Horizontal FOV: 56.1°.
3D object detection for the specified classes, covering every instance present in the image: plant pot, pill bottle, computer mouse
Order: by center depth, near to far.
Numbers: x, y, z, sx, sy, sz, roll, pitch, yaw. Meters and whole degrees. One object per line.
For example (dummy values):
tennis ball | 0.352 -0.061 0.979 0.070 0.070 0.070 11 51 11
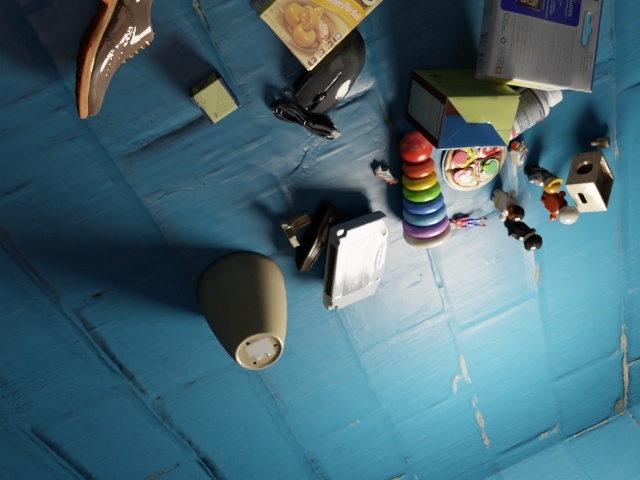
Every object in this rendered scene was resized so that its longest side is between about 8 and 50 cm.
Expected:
computer mouse | 0.023 -0.375 1.443 0.188 0.072 0.272 20 114 -28
pill bottle | 0.549 -0.358 1.614 0.180 0.108 0.108 -34 127 5
plant pot | -0.194 0.210 1.636 0.256 0.274 0.256 -9 124 -13

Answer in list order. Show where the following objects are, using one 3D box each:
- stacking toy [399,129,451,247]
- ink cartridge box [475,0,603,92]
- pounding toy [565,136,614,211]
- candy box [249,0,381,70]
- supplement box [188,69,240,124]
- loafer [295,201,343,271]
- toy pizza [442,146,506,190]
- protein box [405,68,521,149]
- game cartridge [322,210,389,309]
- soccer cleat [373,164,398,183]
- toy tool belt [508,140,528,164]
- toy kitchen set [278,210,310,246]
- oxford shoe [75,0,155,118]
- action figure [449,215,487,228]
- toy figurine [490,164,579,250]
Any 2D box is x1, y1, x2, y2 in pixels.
stacking toy | 0.278 -0.146 1.655 0.141 0.141 0.330 -18 123 -7
ink cartridge box | 0.535 -0.526 1.455 0.307 0.072 0.303 3 95 -22
pounding toy | 0.796 -0.221 1.786 0.181 0.094 0.206 46 57 -34
candy box | 0.024 -0.551 1.303 0.316 0.087 0.183 -41 135 12
supplement box | -0.246 -0.330 1.389 0.083 0.056 0.083 -33 127 4
loafer | 0.000 0.000 1.682 0.078 0.080 0.220 16 116 -27
toy pizza | 0.443 -0.227 1.713 0.201 0.032 0.201 -9 125 -13
protein box | 0.348 -0.332 1.503 0.200 0.201 0.136 -5 124 -16
game cartridge | 0.106 0.057 1.737 0.198 0.062 0.297 -23 135 -32
soccer cleat | 0.185 -0.182 1.657 0.083 0.029 0.035 21 118 -24
toy tool belt | 0.572 -0.262 1.732 0.051 0.052 0.083 -47 135 -25
toy kitchen set | -0.065 -0.043 1.628 0.075 0.083 0.068 -28 128 1
oxford shoe | -0.415 -0.409 1.237 0.133 0.130 0.363 12 118 -32
action figure | 0.450 -0.055 1.834 0.115 0.030 0.038 -2 118 -12
toy figurine | 0.641 -0.098 1.797 0.213 0.148 0.209 -36 127 7
